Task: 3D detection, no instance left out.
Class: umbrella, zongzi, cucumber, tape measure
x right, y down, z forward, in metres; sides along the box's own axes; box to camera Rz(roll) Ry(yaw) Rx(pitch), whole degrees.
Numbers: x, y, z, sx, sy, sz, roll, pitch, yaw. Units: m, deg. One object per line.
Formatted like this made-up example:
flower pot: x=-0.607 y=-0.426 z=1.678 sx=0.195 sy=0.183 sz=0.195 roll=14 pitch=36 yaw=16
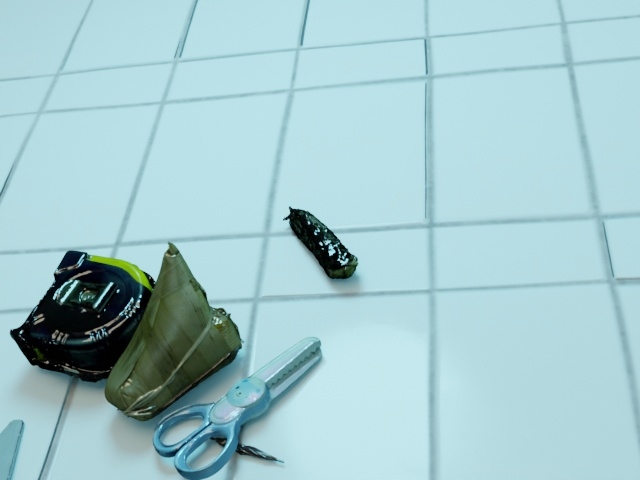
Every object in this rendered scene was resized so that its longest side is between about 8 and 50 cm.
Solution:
umbrella: x=-0.101 y=0.264 z=1.146 sx=0.122 sy=0.013 sz=0.022 roll=15 pitch=32 yaw=28
zongzi: x=-0.217 y=0.123 z=1.183 sx=0.194 sy=0.197 sz=0.099 roll=-39 pitch=35 yaw=-19
cucumber: x=0.000 y=0.000 z=1.352 sx=0.053 sy=0.053 sz=0.181 roll=-28 pitch=46 yaw=-14
tape measure: x=-0.316 y=0.103 z=1.287 sx=0.186 sy=0.112 sz=0.199 roll=9 pitch=51 yaw=19

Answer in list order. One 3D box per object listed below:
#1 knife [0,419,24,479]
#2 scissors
knife: x=-0.424 y=0.359 z=1.119 sx=0.080 sy=0.044 sz=0.331 roll=-18 pitch=39 yaw=6
scissors: x=-0.097 y=0.208 z=1.180 sx=0.256 sy=0.030 sz=0.125 roll=-36 pitch=37 yaw=-25
